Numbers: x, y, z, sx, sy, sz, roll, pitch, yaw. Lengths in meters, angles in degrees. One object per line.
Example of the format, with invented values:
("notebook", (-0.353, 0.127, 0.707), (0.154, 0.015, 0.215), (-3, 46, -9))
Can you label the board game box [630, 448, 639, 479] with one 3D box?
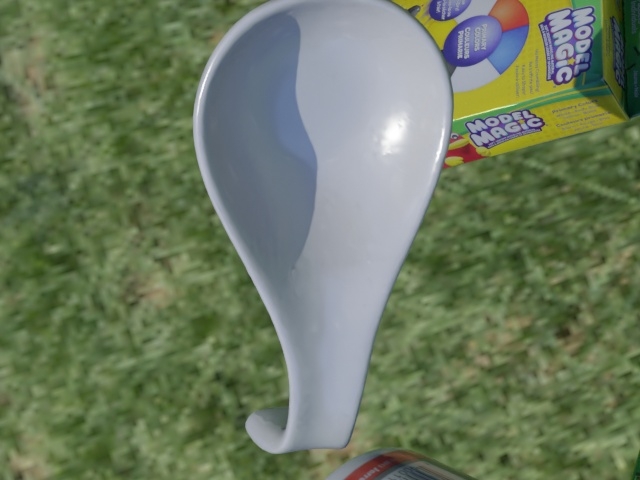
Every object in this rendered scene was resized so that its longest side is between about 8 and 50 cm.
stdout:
("board game box", (0.370, 0.221, 1.676), (0.181, 0.092, 0.043), (5, 132, 22))

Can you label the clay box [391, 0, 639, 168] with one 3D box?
("clay box", (0.122, -0.122, 1.261), (0.222, 0.053, 0.127), (-15, 51, 25))

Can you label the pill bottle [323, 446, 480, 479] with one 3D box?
("pill bottle", (0.151, 0.304, 1.358), (0.363, 0.210, 0.210), (21, 120, 38))

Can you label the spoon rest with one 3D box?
("spoon rest", (0.000, 0.000, 0.998), (0.084, 0.137, 0.276), (-118, 27, -60))
